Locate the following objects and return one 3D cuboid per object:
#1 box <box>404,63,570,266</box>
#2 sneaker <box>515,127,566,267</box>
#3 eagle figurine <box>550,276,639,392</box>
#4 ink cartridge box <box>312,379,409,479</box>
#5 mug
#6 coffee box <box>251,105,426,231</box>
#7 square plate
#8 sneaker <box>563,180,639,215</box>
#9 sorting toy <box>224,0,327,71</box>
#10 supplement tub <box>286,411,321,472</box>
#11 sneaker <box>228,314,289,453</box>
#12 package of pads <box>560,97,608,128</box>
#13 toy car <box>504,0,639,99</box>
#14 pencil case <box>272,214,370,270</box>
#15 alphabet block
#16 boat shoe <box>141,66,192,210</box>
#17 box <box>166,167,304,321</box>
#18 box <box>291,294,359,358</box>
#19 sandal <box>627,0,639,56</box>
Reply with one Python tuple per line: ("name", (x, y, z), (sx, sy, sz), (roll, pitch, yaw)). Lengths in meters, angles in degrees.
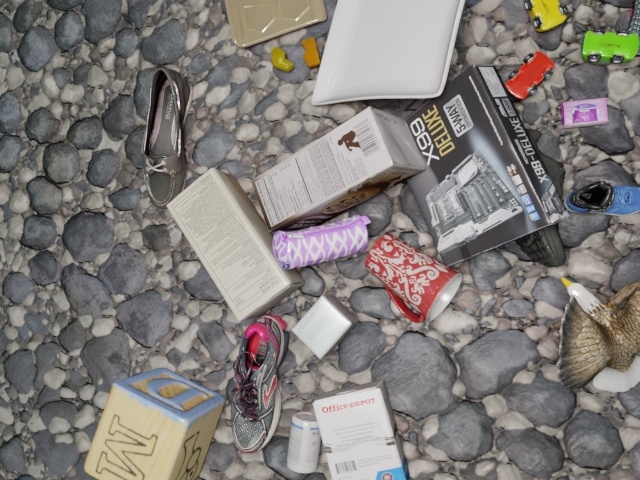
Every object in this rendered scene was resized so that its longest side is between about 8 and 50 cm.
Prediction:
("box", (0.282, -0.132, 0.901), (0.242, 0.076, 0.308), (-32, 77, 52))
("sneaker", (0.425, -0.089, 0.921), (0.130, 0.109, 0.287), (-21, 89, -5))
("eagle figurine", (0.484, 0.147, 0.786), (0.225, 0.298, 0.227), (19, 91, 14))
("ink cartridge box", (0.085, 0.409, 0.981), (0.148, 0.086, 0.203), (-16, 82, 13))
("mug", (0.173, 0.083, 0.959), (0.169, 0.113, 0.150), (37, 109, 28))
("coffee box", (0.033, -0.128, 0.942), (0.297, 0.168, 0.119), (-26, 80, 32))
("square plate", (0.149, -0.441, 0.967), (0.347, 0.049, 0.345), (13, 88, 46))
("sneaker", (0.551, -0.079, 0.893), (0.152, 0.084, 0.058), (2, 87, 14))
("sorting toy", (-0.102, -0.533, 1.114), (0.228, 0.041, 0.308), (-13, 84, 9))
("supplement tub", (-0.033, 0.431, 1.018), (0.070, 0.071, 0.107), (8, 89, 14))
("sneaker", (-0.150, 0.313, 1.034), (0.120, 0.112, 0.300), (6, 89, 15))
("package of pads", (0.522, -0.251, 0.938), (0.083, 0.032, 0.050), (-3, 85, 14))
("toy car", (0.499, -0.383, 0.942), (0.224, 0.053, 0.239), (11, 90, 14))
("pencil case", (0.000, 0.000, 0.979), (0.086, 0.205, 0.088), (53, 145, 38))
("alphabet block", (-0.355, 0.421, 1.041), (0.193, 0.192, 0.197), (20, 91, 16))
("boat shoe", (-0.381, -0.243, 1.133), (0.112, 0.095, 0.336), (5, 88, 14))
("box", (-0.186, 0.010, 1.055), (0.148, 0.121, 0.311), (-35, 79, 10))
("box", (0.013, 0.179, 1.005), (0.087, 0.102, 0.101), (42, 96, 15))
("sandal", (0.637, -0.450, 0.923), (0.067, 0.040, 0.179), (18, 106, 20))
